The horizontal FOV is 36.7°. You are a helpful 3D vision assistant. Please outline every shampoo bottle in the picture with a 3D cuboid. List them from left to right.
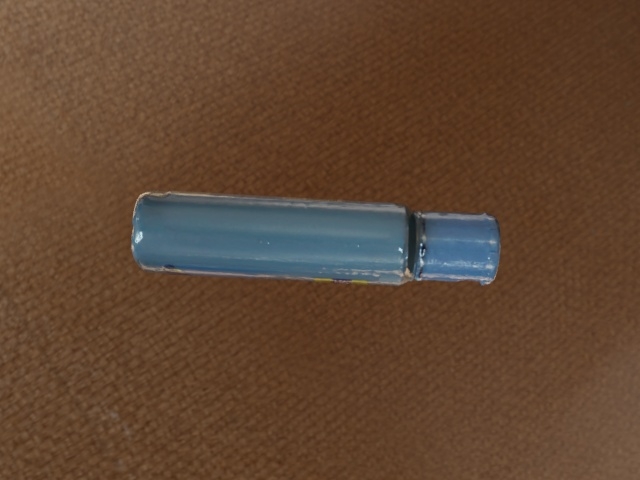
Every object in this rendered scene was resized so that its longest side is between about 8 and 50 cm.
[{"bbox_3d":[0.000,0.000,0.697,0.258,0.104,0.061,3,85,-1],"label":"shampoo bottle"}]
